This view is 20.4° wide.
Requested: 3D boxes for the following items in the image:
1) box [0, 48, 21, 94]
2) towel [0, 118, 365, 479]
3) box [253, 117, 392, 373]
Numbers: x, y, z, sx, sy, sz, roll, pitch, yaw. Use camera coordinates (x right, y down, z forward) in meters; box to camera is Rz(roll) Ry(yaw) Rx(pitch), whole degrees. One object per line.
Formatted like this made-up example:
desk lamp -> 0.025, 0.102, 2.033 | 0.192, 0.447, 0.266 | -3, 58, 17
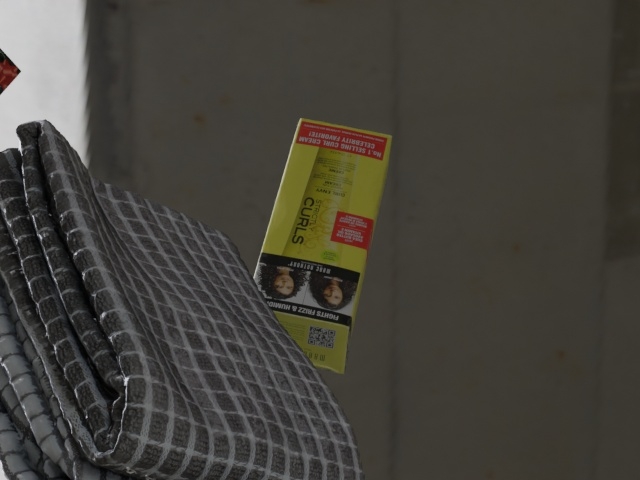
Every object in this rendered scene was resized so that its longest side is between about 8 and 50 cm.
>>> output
box -> -0.277, -0.131, 1.190 | 0.137, 0.027, 0.094 | 48, -128, -20
towel -> -0.112, 0.068, 1.153 | 0.121, 0.283, 0.235 | -45, -38, 19
box -> 0.000, 0.000, 1.439 | 0.232, 0.087, 0.058 | -74, -5, -47
